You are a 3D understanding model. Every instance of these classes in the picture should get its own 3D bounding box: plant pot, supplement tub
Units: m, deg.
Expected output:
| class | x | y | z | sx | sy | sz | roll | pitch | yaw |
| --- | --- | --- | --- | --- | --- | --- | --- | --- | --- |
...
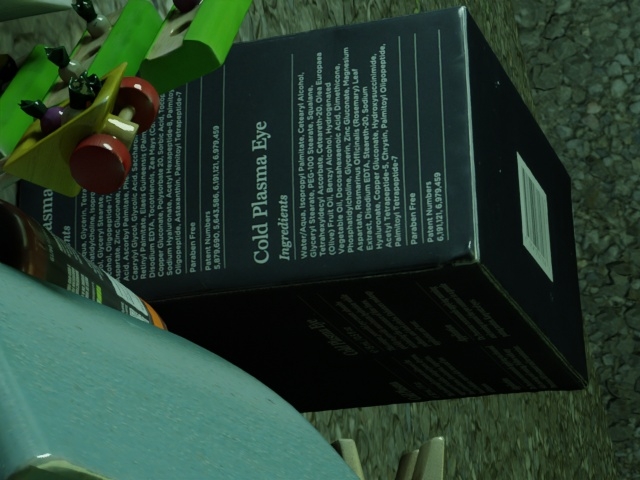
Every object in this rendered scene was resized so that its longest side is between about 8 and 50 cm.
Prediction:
| class | x | y | z | sx | sy | sz | roll | pitch | yaw |
| --- | --- | --- | --- | --- | --- | --- | --- | --- | --- |
| plant pot | -0.139 | 0.141 | 0.837 | 0.248 | 0.247 | 0.252 | 26 | 19 | -39 |
| supplement tub | -0.158 | 0.061 | 1.073 | 0.198 | 0.106 | 0.106 | 43 | 41 | -50 |

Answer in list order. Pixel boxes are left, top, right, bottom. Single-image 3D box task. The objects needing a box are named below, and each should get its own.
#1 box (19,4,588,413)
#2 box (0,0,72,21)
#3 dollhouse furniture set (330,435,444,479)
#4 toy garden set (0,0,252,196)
| class | x | y | z | sx | sy | sz | roll | pitch | yaw |
| --- | --- | --- | --- | --- | --- | --- | --- | --- | --- |
| box | 0.000 | 0.000 | 1.293 | 0.343 | 0.312 | 0.179 | 43 | 42 | -64 |
| box | -0.227 | -0.161 | 0.949 | 0.170 | 0.130 | 0.091 | -6 | 89 | -73 |
| dollhouse furniture set | -0.069 | 0.200 | 1.115 | 0.259 | 0.262 | 0.135 | 123 | -34 | -76 |
| toy garden set | -0.162 | -0.066 | 0.938 | 0.049 | 0.244 | 0.204 | 57 | 26 | -24 |
